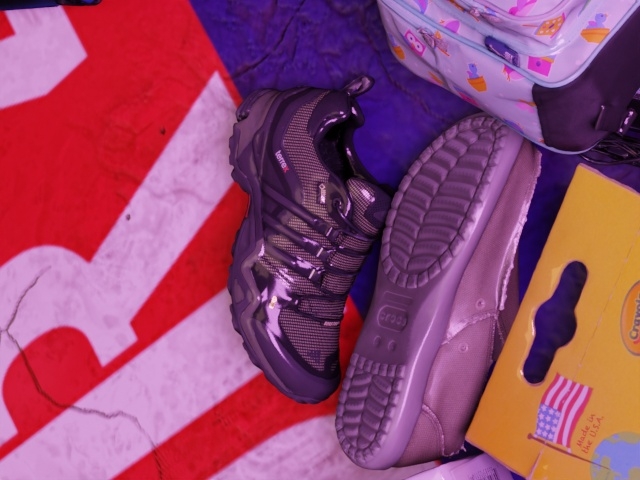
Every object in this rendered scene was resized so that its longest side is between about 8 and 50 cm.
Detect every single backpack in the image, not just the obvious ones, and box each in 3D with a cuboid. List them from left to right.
[{"bbox_3d":[0.122,-0.164,0.944,0.188,0.144,0.166,29,73,38],"label":"backpack"}]

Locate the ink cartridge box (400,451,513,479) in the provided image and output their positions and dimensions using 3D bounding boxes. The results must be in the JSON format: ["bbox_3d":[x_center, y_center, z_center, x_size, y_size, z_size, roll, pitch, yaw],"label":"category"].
[{"bbox_3d":[0.019,0.322,1.025,0.309,0.130,0.272,-26,79,20],"label":"ink cartridge box"}]

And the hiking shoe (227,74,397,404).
[{"bbox_3d":[0.000,0.000,1.076,0.114,0.086,0.227,-8,88,36],"label":"hiking shoe"}]

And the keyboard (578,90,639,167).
[{"bbox_3d":[0.195,-0.086,0.978,0.192,0.038,0.100,18,70,32],"label":"keyboard"}]

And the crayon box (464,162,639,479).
[{"bbox_3d":[0.263,0.104,0.914,0.318,0.081,0.202,30,108,27],"label":"crayon box"}]

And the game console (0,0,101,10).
[{"bbox_3d":[-0.256,-0.328,1.182,0.173,0.250,0.293,0,93,6],"label":"game console"}]

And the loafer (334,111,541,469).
[{"bbox_3d":[0.088,0.036,1.033,0.094,0.087,0.251,27,96,56],"label":"loafer"}]
